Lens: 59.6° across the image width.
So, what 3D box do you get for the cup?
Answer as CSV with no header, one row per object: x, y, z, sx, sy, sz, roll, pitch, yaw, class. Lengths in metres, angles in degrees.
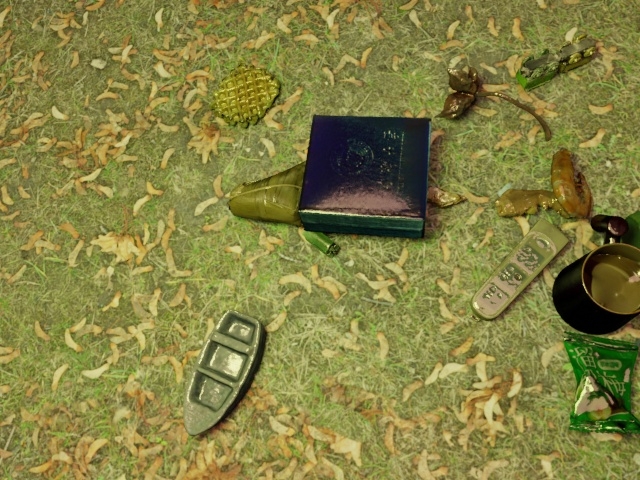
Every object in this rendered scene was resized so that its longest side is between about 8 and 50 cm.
0.566,0.064,1.146,0.166,0.177,0.239,-18,70,4,cup

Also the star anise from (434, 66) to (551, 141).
0.410,-0.309,1.317,0.227,0.218,0.148,27,86,37,star anise

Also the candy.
0.566,0.289,1.129,0.141,0.078,0.203,11,62,1,candy

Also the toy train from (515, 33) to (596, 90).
0.572,-0.433,1.358,0.202,0.081,0.060,-23,71,-6,toy train

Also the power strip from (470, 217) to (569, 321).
0.433,0.069,1.236,0.286,0.048,0.080,-46,71,-5,power strip

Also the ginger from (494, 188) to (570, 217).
0.484,-0.085,1.273,0.173,0.051,0.069,-1,65,8,ginger

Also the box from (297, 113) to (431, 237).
0.107,-0.150,1.280,0.279,0.116,0.261,4,66,8,box

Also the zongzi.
-0.121,-0.140,1.372,0.205,0.094,0.204,7,63,14,zongzi

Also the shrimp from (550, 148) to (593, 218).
0.563,-0.126,1.260,0.051,0.132,0.187,-24,46,43,shrimp

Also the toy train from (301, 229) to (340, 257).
0.000,0.000,1.320,0.093,0.056,0.038,37,86,21,toy train

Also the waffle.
-0.203,-0.389,1.489,0.169,0.036,0.183,30,78,19,waffle

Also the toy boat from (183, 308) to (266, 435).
-0.219,0.299,1.249,0.127,0.078,0.283,21,77,14,toy boat

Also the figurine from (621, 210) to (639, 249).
0.769,0.005,1.170,0.234,0.127,0.185,-9,82,-7,figurine

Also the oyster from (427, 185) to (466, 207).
0.292,-0.097,1.319,0.093,0.034,0.051,23,61,27,oyster
